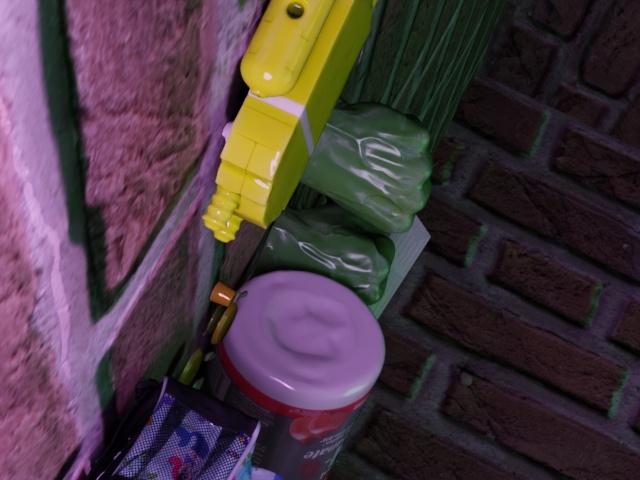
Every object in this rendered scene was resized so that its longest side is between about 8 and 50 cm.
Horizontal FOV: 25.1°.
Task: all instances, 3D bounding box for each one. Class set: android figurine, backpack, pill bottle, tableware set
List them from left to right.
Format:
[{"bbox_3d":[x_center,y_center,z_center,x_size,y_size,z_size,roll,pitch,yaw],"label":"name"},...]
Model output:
[{"bbox_3d":[-0.142,0.273,1.189,0.253,0.191,0.225,-52,169,-41],"label":"backpack"},{"bbox_3d":[-0.123,0.111,1.413,0.154,0.024,0.104,-63,171,5],"label":"tableware set"},{"bbox_3d":[-0.057,0.196,1.595,0.176,0.176,0.318,-58,173,-47],"label":"pill bottle"},{"bbox_3d":[-0.017,-0.123,1.106,0.273,0.056,0.248,-64,175,-4],"label":"android figurine"}]

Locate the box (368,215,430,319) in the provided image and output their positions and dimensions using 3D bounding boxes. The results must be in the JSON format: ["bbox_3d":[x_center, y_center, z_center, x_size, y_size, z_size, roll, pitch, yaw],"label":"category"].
[{"bbox_3d":[0.026,0.092,1.811,0.324,0.063,0.067,-56,130,-23],"label":"box"}]

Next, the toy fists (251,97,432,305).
[{"bbox_3d":[0.033,-0.028,1.582,0.279,0.142,0.096,-66,174,30],"label":"toy fists"}]

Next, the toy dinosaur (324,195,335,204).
[{"bbox_3d":[0.000,0.000,1.883,0.118,0.064,0.268,-59,179,-11],"label":"toy dinosaur"}]
